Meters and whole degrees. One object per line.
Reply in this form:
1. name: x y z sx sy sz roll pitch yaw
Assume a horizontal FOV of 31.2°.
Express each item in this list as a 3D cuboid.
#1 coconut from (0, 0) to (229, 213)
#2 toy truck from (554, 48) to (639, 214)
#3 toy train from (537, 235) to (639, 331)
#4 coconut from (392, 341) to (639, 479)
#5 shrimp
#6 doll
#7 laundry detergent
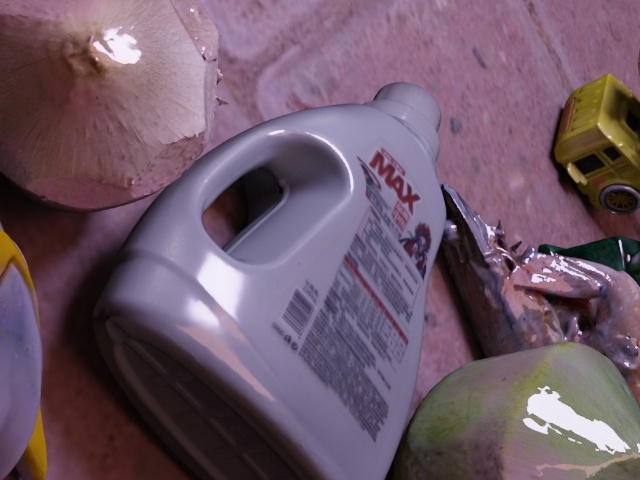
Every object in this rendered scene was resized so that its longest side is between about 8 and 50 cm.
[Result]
1. coconut: -0.139 -0.098 0.717 0.171 0.183 0.170 1 86 -16
2. toy truck: 0.382 -0.145 1.257 0.157 0.272 0.124 39 51 -23
3. toy train: 0.381 0.062 1.233 0.266 0.202 0.145 12 68 -46
4. coconut: 0.183 0.190 0.951 0.236 0.236 0.204 33 58 -36
5. shrimp: 0.222 0.061 1.112 0.316 0.164 0.062 56 0 -9
6. doll: -0.226 0.015 0.666 0.103 0.145 0.316 -18 84 -16
7. laundry detergent: 0.000 0.000 0.898 0.264 0.125 0.397 50 45 -23
